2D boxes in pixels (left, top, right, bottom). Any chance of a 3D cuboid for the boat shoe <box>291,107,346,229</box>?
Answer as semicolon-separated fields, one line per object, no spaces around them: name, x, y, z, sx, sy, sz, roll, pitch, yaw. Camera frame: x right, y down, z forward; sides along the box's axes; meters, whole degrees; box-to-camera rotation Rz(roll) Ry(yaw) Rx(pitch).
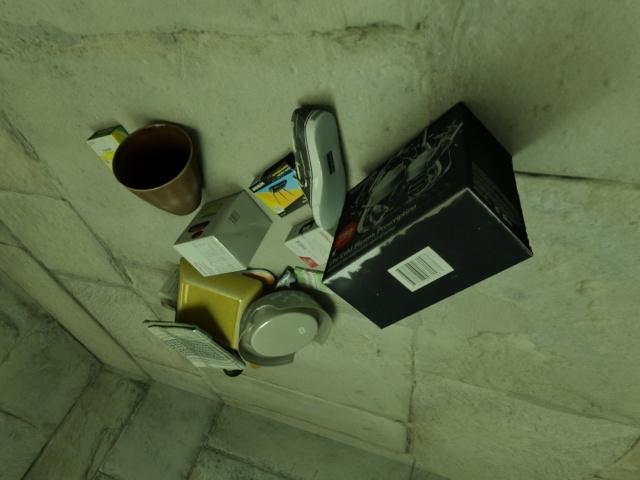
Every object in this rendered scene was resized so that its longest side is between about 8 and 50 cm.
boat shoe;-0.016;-0.167;1.054;0.105;0.113;0.306;22;141;34

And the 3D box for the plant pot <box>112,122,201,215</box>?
plant pot;-0.427;-0.172;1.238;0.215;0.215;0.230;15;157;13

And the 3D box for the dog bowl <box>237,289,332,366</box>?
dog bowl;-0.137;0.320;1.601;0.348;0.102;0.349;-12;135;-13

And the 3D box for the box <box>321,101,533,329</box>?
box;0.199;-0.046;0.874;0.179;0.312;0.343;40;129;-18

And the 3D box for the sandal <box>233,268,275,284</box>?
sandal;-0.290;0.160;1.645;0.265;0.076;0.102;-8;132;36

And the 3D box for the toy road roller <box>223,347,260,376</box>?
toy road roller;-0.316;0.429;1.931;0.329;0.241;0.202;-12;143;-13

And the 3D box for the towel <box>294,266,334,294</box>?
towel;-0.013;0.144;1.515;0.152;0.023;0.113;10;140;19

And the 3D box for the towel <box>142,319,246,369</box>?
towel;-0.492;0.408;1.682;0.324;0.056;0.312;-3;140;34

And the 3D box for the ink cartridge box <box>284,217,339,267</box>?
ink cartridge box;0.000;0.000;1.289;0.127;0.072;0.175;44;139;-23

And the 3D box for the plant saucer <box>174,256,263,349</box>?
plant saucer;-0.405;0.260;1.639;0.332;0.081;0.333;17;117;6

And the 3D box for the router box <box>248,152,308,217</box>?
router box;-0.093;-0.145;1.187;0.133;0.046;0.179;42;140;-22

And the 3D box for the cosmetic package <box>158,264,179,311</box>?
cosmetic package;-0.493;0.242;1.800;0.296;0.153;0.129;23;144;5

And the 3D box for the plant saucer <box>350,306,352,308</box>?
plant saucer;0.187;0.208;1.461;0.188;0.045;0.188;24;143;2

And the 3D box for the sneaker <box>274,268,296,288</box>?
sneaker;-0.122;0.151;1.555;0.058;0.052;0.135;27;151;-9

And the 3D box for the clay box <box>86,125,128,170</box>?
clay box;-0.596;-0.240;1.349;0.127;0.053;0.222;-2;137;31

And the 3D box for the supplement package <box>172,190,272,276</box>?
supplement package;-0.296;-0.018;1.333;0.203;0.194;0.149;-12;129;38

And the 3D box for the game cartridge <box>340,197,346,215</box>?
game cartridge;0.192;-0.029;1.164;0.297;0.062;0.198;43;144;-22
